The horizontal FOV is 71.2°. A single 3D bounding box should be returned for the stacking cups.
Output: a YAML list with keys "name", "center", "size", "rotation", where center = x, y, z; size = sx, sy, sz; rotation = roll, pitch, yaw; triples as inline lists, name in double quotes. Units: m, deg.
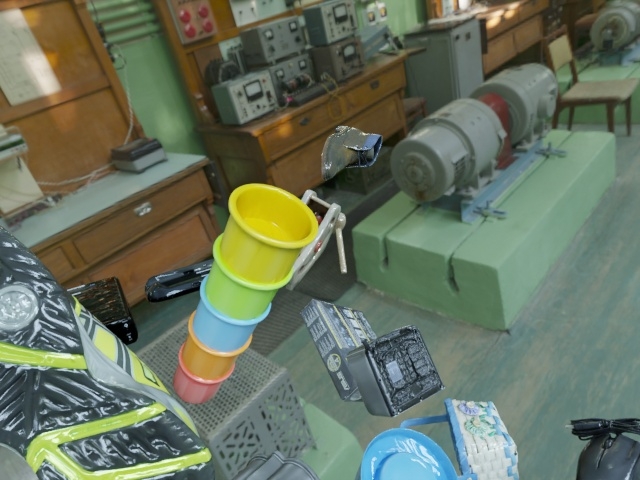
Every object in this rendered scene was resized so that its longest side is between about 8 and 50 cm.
- name: "stacking cups"
  center: [-0.102, 0.087, 0.530]
  size: [0.095, 0.316, 0.096]
  rotation: [17, 36, -13]

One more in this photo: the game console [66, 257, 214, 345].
- name: "game console"
  center: [-0.241, 0.082, 0.672]
  size: [0.361, 0.044, 0.213]
  rotation: [-17, 19, -24]

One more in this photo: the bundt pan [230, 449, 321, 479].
- name: "bundt pan"
  center: [-0.082, 0.539, 0.739]
  size: [0.330, 0.331, 0.124]
  rotation: [12, 11, 39]

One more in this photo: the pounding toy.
- name: "pounding toy"
  center: [0.000, 0.000, 0.967]
  size: [0.154, 0.154, 0.269]
  rotation: [30, 48, 11]

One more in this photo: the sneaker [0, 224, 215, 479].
- name: "sneaker"
  center: [-0.267, 0.135, 0.441]
  size: [0.145, 0.385, 0.147]
  rotation: [-40, 4, -21]

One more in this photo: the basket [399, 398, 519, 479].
- name: "basket"
  center: [0.373, 0.567, 1.241]
  size: [0.288, 0.201, 0.255]
  rotation: [-18, 16, 6]

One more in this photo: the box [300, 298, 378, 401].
- name: "box"
  center: [0.128, 0.417, 1.693]
  size: [0.097, 0.318, 0.395]
  rotation: [-48, 48, 19]

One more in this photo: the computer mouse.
- name: "computer mouse"
  center: [0.622, 0.488, 0.981]
  size: [0.188, 0.072, 0.272]
  rotation: [-25, 17, 45]

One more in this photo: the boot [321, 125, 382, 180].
- name: "boot"
  center: [0.071, -0.200, 1.008]
  size: [0.106, 0.082, 0.219]
  rotation: [8, 40, 14]

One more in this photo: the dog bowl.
- name: "dog bowl"
  center: [0.134, 0.439, 0.653]
  size: [0.165, 0.074, 0.297]
  rotation: [7, 49, -17]

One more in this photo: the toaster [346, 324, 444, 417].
- name: "toaster"
  center: [0.166, 0.292, 1.026]
  size: [0.168, 0.186, 0.110]
  rotation: [-15, -14, -32]
